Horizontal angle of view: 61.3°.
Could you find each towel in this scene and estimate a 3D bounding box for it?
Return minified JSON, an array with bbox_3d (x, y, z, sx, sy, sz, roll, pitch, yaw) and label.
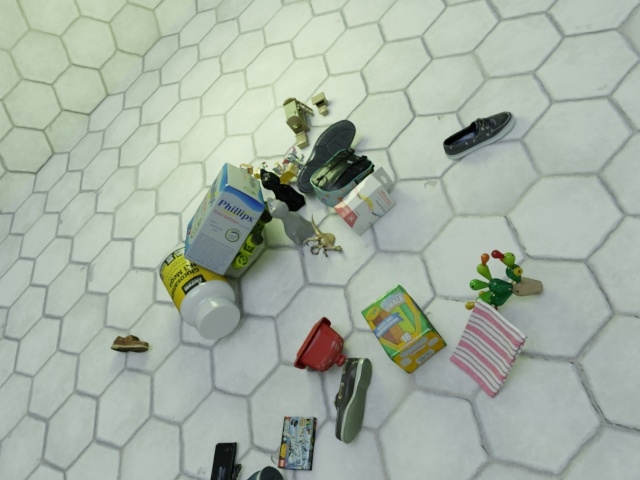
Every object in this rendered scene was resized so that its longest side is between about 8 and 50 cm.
[{"bbox_3d":[0.392,0.256,1.281,0.144,0.029,0.197,41,128,39],"label":"towel"}]

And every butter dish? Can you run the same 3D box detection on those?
[{"bbox_3d":[0.016,0.309,1.505,0.118,0.160,0.160,28,80,17],"label":"butter dish"}]

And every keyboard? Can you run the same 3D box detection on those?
[{"bbox_3d":[-0.267,0.667,1.533,0.108,0.023,0.180,-16,56,32],"label":"keyboard"}]

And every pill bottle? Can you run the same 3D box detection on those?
[{"bbox_3d":[-0.402,0.170,1.810,0.188,0.188,0.334,-45,48,1],"label":"pill bottle"}]

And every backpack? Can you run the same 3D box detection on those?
[{"bbox_3d":[0.070,-0.187,1.749,0.188,0.144,0.166,-36,47,-22],"label":"backpack"}]

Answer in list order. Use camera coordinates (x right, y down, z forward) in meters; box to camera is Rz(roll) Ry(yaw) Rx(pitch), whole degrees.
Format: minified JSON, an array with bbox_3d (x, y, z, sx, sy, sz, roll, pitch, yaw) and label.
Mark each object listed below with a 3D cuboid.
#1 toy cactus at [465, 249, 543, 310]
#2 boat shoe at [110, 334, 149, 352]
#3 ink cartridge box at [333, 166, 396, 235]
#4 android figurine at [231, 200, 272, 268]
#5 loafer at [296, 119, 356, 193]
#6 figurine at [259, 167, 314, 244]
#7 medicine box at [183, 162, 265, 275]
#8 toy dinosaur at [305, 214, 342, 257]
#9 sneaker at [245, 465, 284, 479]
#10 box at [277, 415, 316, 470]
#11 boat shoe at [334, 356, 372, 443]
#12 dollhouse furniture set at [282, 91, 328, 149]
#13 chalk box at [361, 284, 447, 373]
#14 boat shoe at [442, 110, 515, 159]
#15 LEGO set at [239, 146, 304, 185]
[{"bbox_3d":[0.458,0.114,1.323,0.181,0.219,0.112,3,33,-8],"label":"toy cactus"},{"bbox_3d":[-0.687,0.369,1.953,0.178,0.064,0.060,-7,61,32],"label":"boat shoe"},{"bbox_3d":[0.153,-0.122,1.682,0.198,0.115,0.067,-43,48,4],"label":"ink cartridge box"},{"bbox_3d":[-0.244,-0.020,1.844,0.273,0.056,0.248,-23,43,61],"label":"android figurine"},{"bbox_3d":[0.012,-0.292,1.892,0.109,0.095,0.302,36,81,-3],"label":"loafer"},{"bbox_3d":[-0.124,-0.116,1.793,0.092,0.209,0.214,-30,51,15],"label":"figurine"},{"bbox_3d":[-0.325,-0.079,1.822,0.289,0.149,0.263,-57,22,15],"label":"medicine box"},{"bbox_3d":[0.000,0.000,1.761,0.093,0.053,0.183,-35,55,-11],"label":"toy dinosaur"},{"bbox_3d":[-0.139,0.751,1.361,0.131,0.112,0.319,-38,44,30],"label":"sneaker"},{"bbox_3d":[-0.062,0.550,1.468,0.094,0.027,0.137,-9,58,27],"label":"box"},{"bbox_3d":[0.076,0.419,1.429,0.069,0.081,0.227,-3,54,34],"label":"boat shoe"},{"bbox_3d":[-0.046,-0.468,2.030,0.161,0.101,0.182,-25,52,18],"label":"dollhouse furniture set"},{"bbox_3d":[0.208,0.215,1.430,0.132,0.132,0.213,-39,49,6],"label":"chalk box"},{"bbox_3d":[0.473,-0.330,1.631,0.229,0.076,0.080,-27,52,17],"label":"boat shoe"},{"bbox_3d":[-0.158,-0.275,1.978,0.287,0.132,0.107,-4,51,39],"label":"LEGO set"}]
